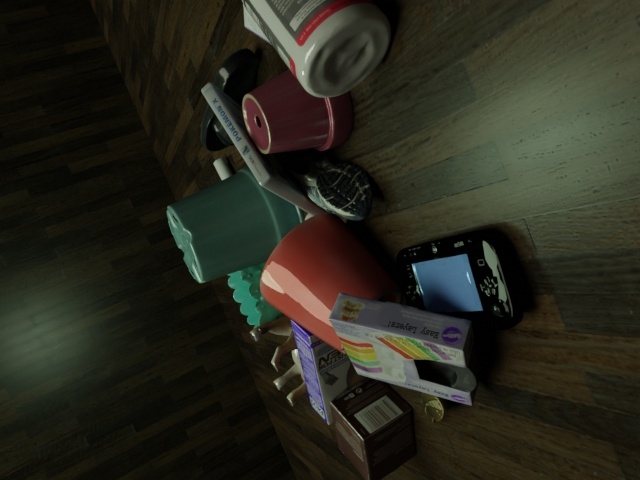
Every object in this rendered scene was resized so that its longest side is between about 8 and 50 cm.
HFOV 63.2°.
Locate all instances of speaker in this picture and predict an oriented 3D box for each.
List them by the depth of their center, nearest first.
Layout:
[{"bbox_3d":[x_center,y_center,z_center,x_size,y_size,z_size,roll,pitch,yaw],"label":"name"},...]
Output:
[{"bbox_3d":[-0.351,-0.244,1.957,0.136,0.055,0.055,62,157,11],"label":"speaker"}]

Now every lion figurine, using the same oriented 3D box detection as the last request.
[{"bbox_3d":[-0.045,0.330,1.558,0.142,0.240,0.392,36,150,41],"label":"lion figurine"}]

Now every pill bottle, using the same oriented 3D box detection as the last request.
[{"bbox_3d":[-0.032,-0.420,0.907,0.318,0.176,0.176,57,156,20],"label":"pill bottle"}]

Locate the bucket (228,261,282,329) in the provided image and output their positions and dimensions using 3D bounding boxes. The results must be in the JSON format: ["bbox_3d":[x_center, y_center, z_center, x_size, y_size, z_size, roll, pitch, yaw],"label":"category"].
[{"bbox_3d":[-0.204,0.166,1.871,0.281,0.183,0.281,49,153,36],"label":"bucket"}]

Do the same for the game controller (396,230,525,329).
[{"bbox_3d":[0.237,0.078,0.947,0.166,0.067,0.319,66,157,-1],"label":"game controller"}]

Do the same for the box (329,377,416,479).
[{"bbox_3d":[0.148,0.529,1.461,0.167,0.169,0.203,35,142,50],"label":"box"}]

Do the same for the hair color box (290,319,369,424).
[{"bbox_3d":[0.045,0.336,1.478,0.110,0.185,0.338,34,142,49],"label":"hair color box"}]

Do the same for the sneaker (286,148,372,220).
[{"bbox_3d":[0.038,-0.114,1.194,0.283,0.110,0.122,45,167,47],"label":"sneaker"}]

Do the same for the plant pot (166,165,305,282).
[{"bbox_3d":[-0.268,-0.046,1.604,0.341,0.334,0.341,48,153,35],"label":"plant pot"}]

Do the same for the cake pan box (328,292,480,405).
[{"bbox_3d":[0.173,0.213,1.003,0.267,0.070,0.245,10,148,26],"label":"cake pan box"}]

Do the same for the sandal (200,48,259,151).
[{"bbox_3d":[-0.250,-0.358,1.496,0.107,0.167,0.446,46,156,3],"label":"sandal"}]

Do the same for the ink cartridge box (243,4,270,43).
[{"bbox_3d":[-0.117,-0.548,1.141,0.206,0.045,0.208,47,149,39],"label":"ink cartridge box"}]

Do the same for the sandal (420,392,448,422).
[{"bbox_3d":[0.271,0.381,1.210,0.072,0.049,0.180,62,173,25],"label":"sandal"}]

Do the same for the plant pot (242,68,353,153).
[{"bbox_3d":[-0.059,-0.273,1.109,0.201,0.180,0.201,50,153,36],"label":"plant pot"}]

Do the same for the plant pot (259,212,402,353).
[{"bbox_3d":[0.037,0.113,1.212,0.243,0.275,0.274,40,148,28],"label":"plant pot"}]

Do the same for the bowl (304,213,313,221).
[{"bbox_3d":[0.000,0.000,1.420,0.142,0.053,0.142,48,152,34],"label":"bowl"}]

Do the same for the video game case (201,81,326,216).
[{"bbox_3d":[-0.130,-0.210,1.284,0.300,0.036,0.329,57,-168,21],"label":"video game case"}]
